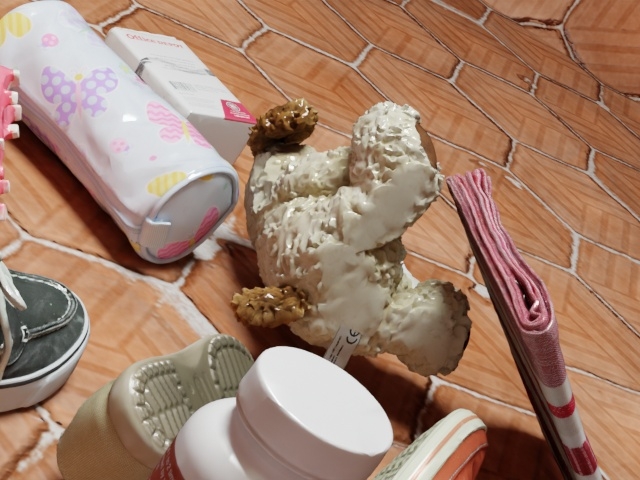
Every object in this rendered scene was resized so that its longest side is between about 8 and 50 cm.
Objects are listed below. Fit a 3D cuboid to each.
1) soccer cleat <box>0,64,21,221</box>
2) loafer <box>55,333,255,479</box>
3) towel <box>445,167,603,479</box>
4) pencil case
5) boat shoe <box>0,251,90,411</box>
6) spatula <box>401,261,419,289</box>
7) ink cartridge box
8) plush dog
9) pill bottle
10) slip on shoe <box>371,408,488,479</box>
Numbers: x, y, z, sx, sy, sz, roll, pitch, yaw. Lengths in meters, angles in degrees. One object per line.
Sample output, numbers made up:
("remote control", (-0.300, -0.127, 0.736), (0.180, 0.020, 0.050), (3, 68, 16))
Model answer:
("soccer cleat", (-0.301, -0.074, 1.357), (0.095, 0.083, 0.248), (0, 33, -3))
("loafer", (-0.105, 0.127, 1.169), (0.102, 0.092, 0.268), (69, 16, 12))
("towel", (0.197, 0.121, 1.422), (0.237, 0.037, 0.329), (-108, 175, -54))
("pencil case", (-0.194, -0.101, 1.491), (0.273, 0.113, 0.124), (44, 28, 23))
("boat shoe", (-0.250, 0.046, 1.113), (0.113, 0.105, 0.306), (45, 24, 25))
("spatula", (0.031, -0.007, 1.739), (0.168, 0.019, 0.242), (22, 25, -25))
("ink cartridge box", (-0.153, -0.148, 1.712), (0.109, 0.063, 0.150), (4, 36, -51))
("plush dog", (0.000, 0.000, 1.491), (0.210, 0.262, 0.225), (-20, 26, -9))
("pill bottle", (-0.052, 0.172, 0.978), (0.121, 0.216, 0.121), (28, 22, -13))
("slip on shoe", (0.062, 0.224, 1.178), (0.101, 0.123, 0.331), (43, 27, -1))
